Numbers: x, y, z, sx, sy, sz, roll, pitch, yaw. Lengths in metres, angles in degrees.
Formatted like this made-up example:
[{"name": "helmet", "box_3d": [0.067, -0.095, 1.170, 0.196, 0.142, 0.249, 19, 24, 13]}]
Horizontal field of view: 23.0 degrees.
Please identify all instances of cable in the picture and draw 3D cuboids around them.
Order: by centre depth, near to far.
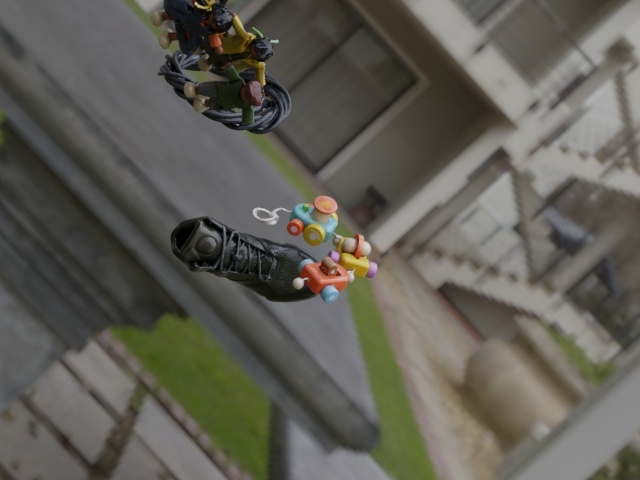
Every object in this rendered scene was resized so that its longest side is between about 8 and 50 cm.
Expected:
[{"name": "cable", "box_3d": [-0.131, -0.200, 2.099, 0.185, 0.047, 0.150, 5, 46, -33]}]

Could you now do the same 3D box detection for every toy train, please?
[{"name": "toy train", "box_3d": [0.000, 0.000, 1.776, 0.125, 0.046, 0.166, -1, 39, -38]}]

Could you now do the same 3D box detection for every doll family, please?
[{"name": "doll family", "box_3d": [-0.098, -0.209, 1.549, 0.111, 0.076, 0.193, 1, -51, 45]}]

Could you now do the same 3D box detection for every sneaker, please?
[{"name": "sneaker", "box_3d": [-0.107, 0.027, 2.158, 0.228, 0.087, 0.130, 22, 5, 17]}]
